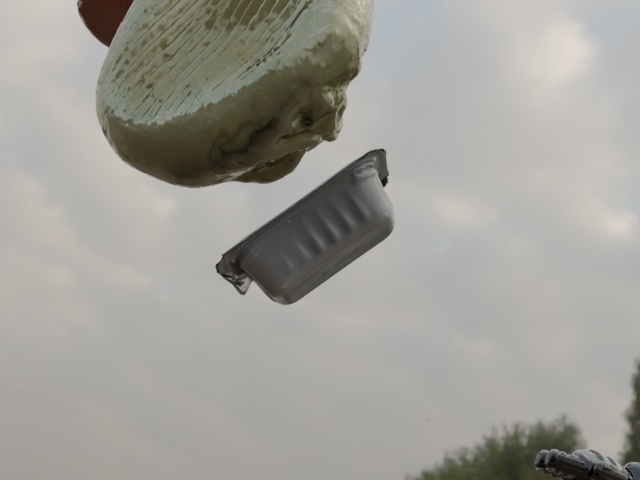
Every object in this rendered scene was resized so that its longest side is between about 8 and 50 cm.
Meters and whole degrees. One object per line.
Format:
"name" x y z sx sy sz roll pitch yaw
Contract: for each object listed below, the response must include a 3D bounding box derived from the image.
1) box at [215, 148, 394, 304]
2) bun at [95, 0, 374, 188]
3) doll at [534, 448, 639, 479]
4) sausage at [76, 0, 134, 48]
"box" 0.000 0.000 1.971 0.106 0.337 0.264 55 -1 11
"bun" -0.051 -0.127 0.878 0.231 0.231 0.133 2 -29 34
"doll" 0.358 0.288 1.385 0.219 0.067 0.091 22 -18 -7
"sausage" -0.152 -0.199 1.183 0.194 0.077 0.077 28 -22 -18
